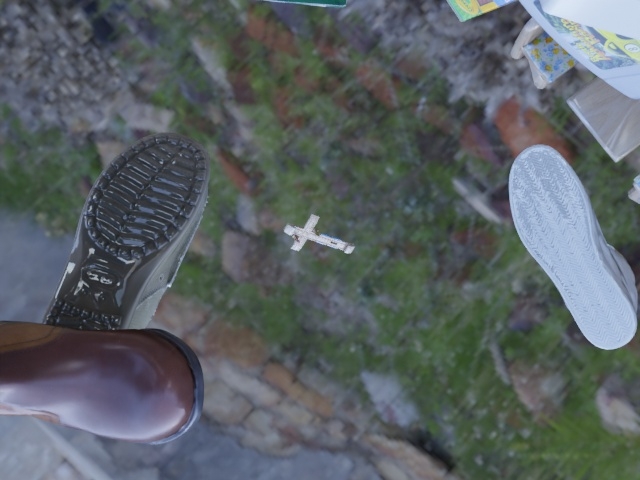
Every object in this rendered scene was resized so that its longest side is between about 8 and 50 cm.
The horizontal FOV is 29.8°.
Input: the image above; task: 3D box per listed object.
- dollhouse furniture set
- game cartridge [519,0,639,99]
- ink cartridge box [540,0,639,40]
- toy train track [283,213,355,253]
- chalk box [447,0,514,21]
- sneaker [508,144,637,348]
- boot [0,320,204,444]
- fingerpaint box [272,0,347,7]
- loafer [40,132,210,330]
[{"bbox_3d":[0.555,-0.285,1.763,0.362,0.394,0.256,52,172,7],"label":"dollhouse furniture set"},{"bbox_3d":[0.344,-0.262,1.376,0.294,0.060,0.196,36,164,-28],"label":"game cartridge"},{"bbox_3d":[0.248,-0.312,0.831,0.289,0.121,0.211,-56,35,42],"label":"ink cartridge box"},{"bbox_3d":[0.000,0.000,1.282,0.083,0.048,0.014,17,-150,-26],"label":"toy train track"},{"bbox_3d":[0.232,-0.408,1.692,0.213,0.132,0.132,-16,121,45],"label":"chalk box"},{"bbox_3d":[0.355,0.006,1.682,0.292,0.108,0.169,67,-163,4],"label":"sneaker"},{"bbox_3d":[-0.260,0.101,0.889,0.264,0.096,0.280,16,-172,39],"label":"boot"},{"bbox_3d":[-0.091,-0.570,1.633,0.371,0.163,0.445,35,122,55],"label":"fingerpaint box"},{"bbox_3d":[-0.187,0.020,1.137,0.102,0.268,0.092,26,163,5],"label":"loafer"}]
